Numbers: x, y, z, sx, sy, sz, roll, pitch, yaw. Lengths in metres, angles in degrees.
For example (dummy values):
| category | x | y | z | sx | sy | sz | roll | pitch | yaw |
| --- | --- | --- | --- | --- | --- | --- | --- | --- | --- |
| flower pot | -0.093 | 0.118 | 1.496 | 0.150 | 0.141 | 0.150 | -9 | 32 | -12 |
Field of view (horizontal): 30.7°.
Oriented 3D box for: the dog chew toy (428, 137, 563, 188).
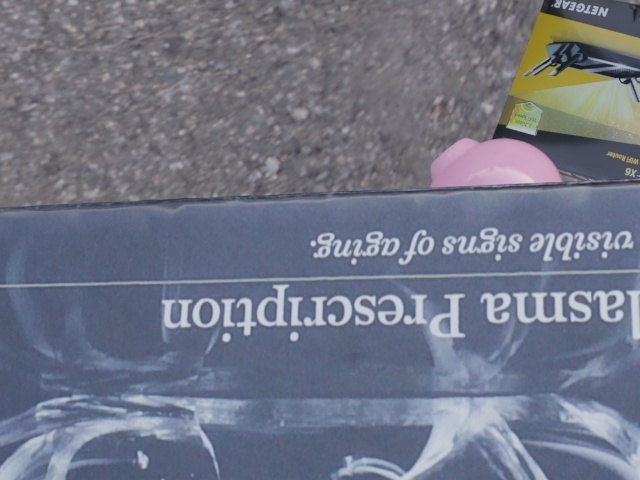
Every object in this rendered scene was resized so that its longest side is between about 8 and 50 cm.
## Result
| category | x | y | z | sx | sy | sz | roll | pitch | yaw |
| --- | --- | --- | --- | --- | --- | --- | --- | --- | --- |
| dog chew toy | 0.215 | 0.049 | 1.017 | 0.207 | 0.206 | 0.332 | -40 | 83 | 18 |

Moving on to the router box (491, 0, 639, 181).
| category | x | y | z | sx | sy | sz | roll | pitch | yaw |
| --- | --- | --- | --- | --- | --- | --- | --- | --- | --- |
| router box | 0.411 | -0.194 | 1.585 | 0.309 | 0.081 | 0.242 | 21 | 91 | 39 |

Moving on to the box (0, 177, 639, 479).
| category | x | y | z | sx | sy | sz | roll | pitch | yaw |
| --- | --- | --- | --- | --- | --- | --- | --- | --- | --- |
| box | 0.038 | 0.154 | 0.383 | 0.343 | 0.179 | 0.312 | -3 | 75 | 12 |
